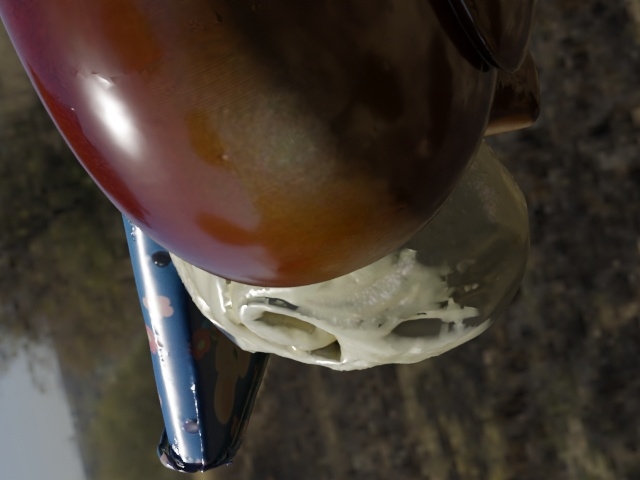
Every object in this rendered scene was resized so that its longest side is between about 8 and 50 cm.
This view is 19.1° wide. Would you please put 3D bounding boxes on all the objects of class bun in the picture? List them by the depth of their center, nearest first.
[{"bbox_3d":[0.000,0.000,0.874,0.183,0.183,0.102,82,-157,-44],"label":"bun"}]

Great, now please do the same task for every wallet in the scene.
[{"bbox_3d":[-0.080,0.030,1.211,0.141,0.059,0.202,-70,-23,-53],"label":"wallet"}]

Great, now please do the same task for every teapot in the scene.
[{"bbox_3d":[-0.010,-0.095,0.429,0.252,0.135,0.178,57,-165,-52],"label":"teapot"}]
